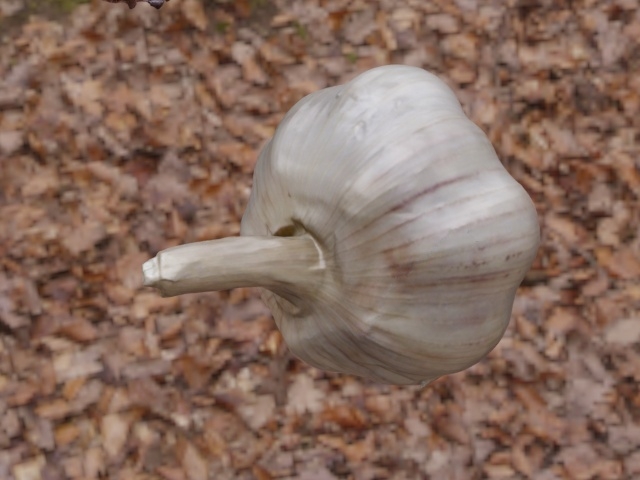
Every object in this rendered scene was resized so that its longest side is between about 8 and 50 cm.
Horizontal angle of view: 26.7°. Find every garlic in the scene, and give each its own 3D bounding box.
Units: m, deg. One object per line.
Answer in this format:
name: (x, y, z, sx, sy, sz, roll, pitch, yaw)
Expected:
garlic: (0.000, 0.000, 0.782, 0.226, 0.199, 0.199, -10, 19, -41)

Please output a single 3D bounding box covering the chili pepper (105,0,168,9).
chili pepper: (-0.225, -0.326, 1.076, 0.305, 0.229, 0.251, 18, 71, 10)
